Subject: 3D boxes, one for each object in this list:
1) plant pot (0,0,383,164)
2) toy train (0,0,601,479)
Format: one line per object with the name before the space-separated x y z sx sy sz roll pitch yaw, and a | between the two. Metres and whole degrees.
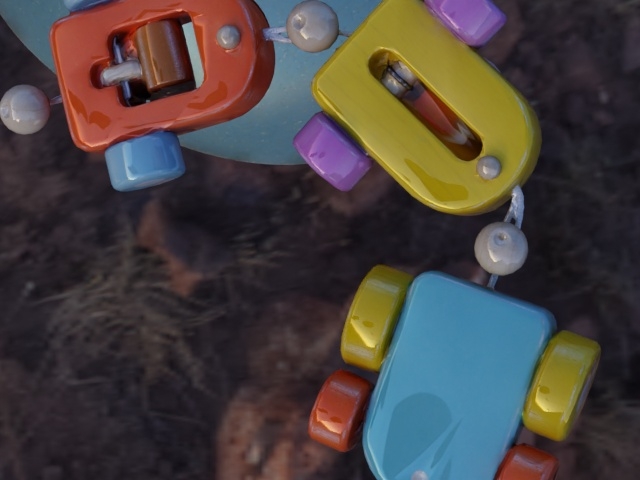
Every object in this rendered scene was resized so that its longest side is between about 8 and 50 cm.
plant pot | -0.021 -0.212 0.958 0.290 0.195 0.290 15 51 -19
toy train | 0.000 0.000 0.453 0.125 0.046 0.166 -20 84 15
